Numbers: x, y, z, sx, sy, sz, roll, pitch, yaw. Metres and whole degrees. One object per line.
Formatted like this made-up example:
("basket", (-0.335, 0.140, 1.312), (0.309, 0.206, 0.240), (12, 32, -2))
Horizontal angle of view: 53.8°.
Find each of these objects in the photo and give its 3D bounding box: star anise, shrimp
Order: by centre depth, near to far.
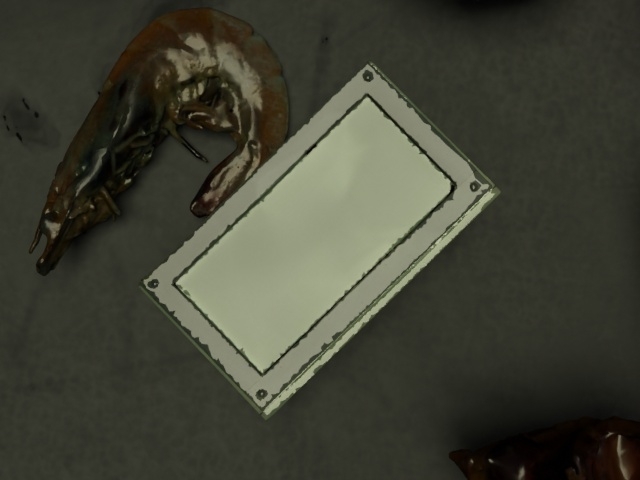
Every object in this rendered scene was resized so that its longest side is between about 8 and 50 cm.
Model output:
("star anise", (0.167, 0.194, 0.417), (0.346, 0.237, 0.148), (-27, 59, 21))
("shrimp", (-0.123, -0.067, 0.488), (0.144, 0.052, 0.251), (35, 88, 0))

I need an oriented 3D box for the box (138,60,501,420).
("box", (0.000, 0.000, 0.465), (0.225, 0.086, 0.129), (-45, 88, -1))
